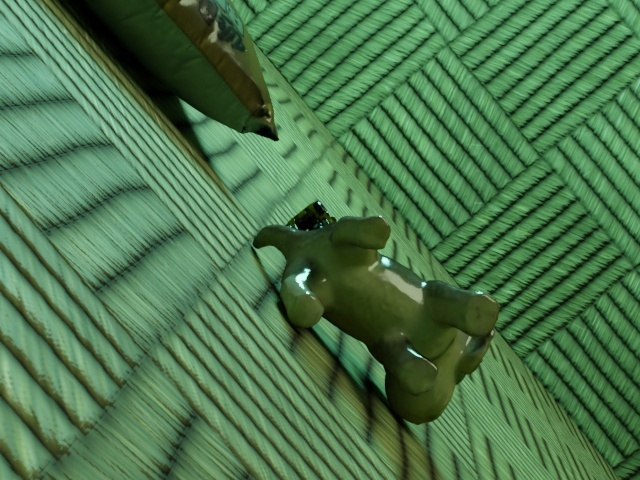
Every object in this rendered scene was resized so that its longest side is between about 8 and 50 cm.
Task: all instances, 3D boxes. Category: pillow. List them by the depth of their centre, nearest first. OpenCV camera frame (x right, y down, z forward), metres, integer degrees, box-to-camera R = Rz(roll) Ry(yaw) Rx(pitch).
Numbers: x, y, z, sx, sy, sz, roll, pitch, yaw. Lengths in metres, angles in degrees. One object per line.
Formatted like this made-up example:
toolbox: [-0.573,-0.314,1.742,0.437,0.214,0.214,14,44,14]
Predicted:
pillow: [-0.175,-0.258,1.494,0.310,0.119,0.312,51,3,-30]

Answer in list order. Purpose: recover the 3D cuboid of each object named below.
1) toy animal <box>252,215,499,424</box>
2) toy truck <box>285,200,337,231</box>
toy animal: [0.058,0.068,1.270,0.233,0.121,0.168,37,-6,-22]
toy truck: [0.000,0.000,1.535,0.054,0.049,0.083,47,8,-36]
